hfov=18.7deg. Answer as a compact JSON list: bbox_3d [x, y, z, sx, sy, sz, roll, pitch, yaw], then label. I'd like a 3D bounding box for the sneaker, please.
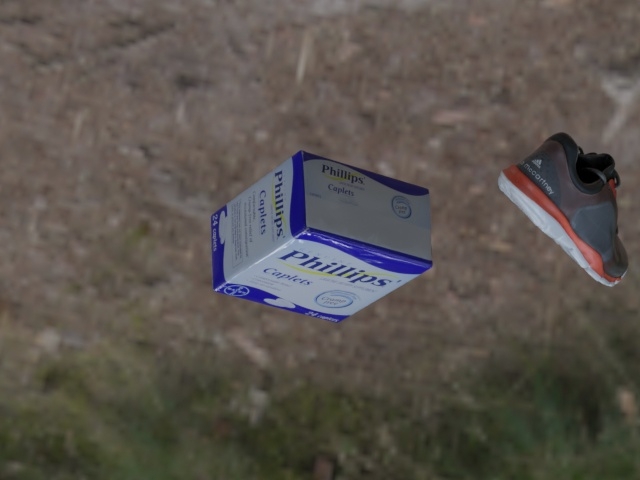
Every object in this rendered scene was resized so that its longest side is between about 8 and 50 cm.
[{"bbox_3d":[0.173,-0.021,1.242,0.065,0.061,0.158,-46,147,6],"label":"sneaker"}]

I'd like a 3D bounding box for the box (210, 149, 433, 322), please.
[{"bbox_3d":[0.000,0.000,1.548,0.126,0.072,0.137,15,149,-31],"label":"box"}]
